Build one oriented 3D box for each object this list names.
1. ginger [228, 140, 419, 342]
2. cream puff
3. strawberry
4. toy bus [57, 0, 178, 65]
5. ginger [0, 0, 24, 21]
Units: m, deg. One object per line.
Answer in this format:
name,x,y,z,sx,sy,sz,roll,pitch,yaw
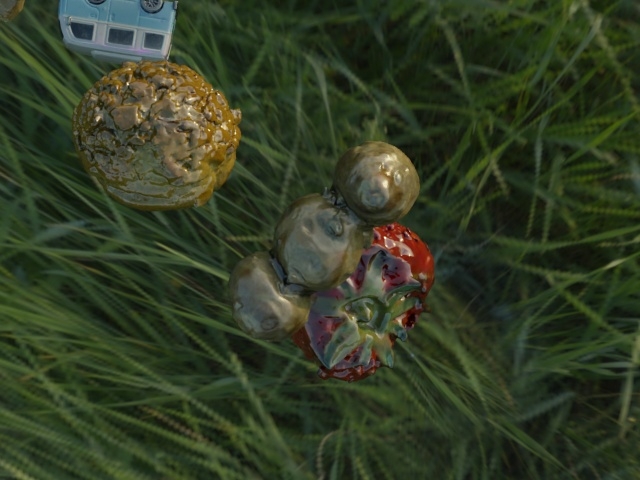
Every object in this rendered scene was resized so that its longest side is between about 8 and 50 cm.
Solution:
ginger,0.000,0.000,1.214,0.080,0.104,0.204,43,98,-4
cream puff,-0.141,-0.094,1.216,0.144,0.103,0.126,16,53,11
strawberry,0.028,0.051,1.626,0.184,0.201,0.187,-18,122,-25
toy bus,-0.212,-0.221,1.476,0.123,0.060,0.075,8,86,-5
ginger,-0.414,-0.353,1.884,0.067,0.096,0.165,31,123,16
